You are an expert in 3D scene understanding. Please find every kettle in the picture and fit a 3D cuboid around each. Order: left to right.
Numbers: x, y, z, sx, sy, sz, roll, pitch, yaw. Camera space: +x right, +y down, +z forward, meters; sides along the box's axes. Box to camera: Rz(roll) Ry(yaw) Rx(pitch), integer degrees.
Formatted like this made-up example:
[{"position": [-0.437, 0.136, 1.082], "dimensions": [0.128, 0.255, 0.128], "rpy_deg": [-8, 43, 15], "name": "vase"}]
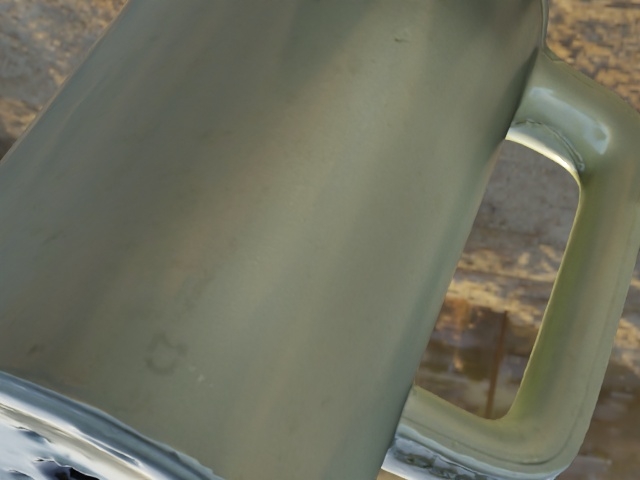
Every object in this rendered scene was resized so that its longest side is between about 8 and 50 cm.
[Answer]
[{"position": [-0.006, -0.010, 0.490], "dimensions": [0.265, 0.318, 0.205], "rpy_deg": [11, 145, 22], "name": "kettle"}]
